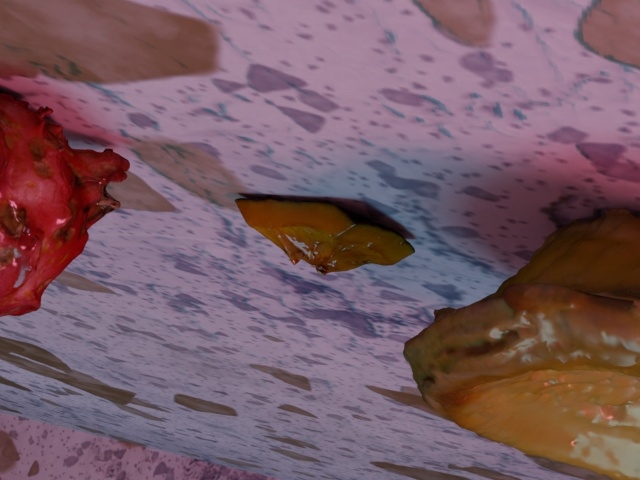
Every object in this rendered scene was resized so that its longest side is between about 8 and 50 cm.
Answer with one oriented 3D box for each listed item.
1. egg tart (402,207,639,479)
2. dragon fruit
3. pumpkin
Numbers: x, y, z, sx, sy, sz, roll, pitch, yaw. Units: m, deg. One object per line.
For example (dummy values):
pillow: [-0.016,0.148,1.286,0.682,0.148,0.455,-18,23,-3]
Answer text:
egg tart: [0.200,0.066,0.686,0.314,0.120,0.315,14,162,5]
dragon fruit: [-0.175,-0.015,0.750,0.110,0.153,0.153,4,171,-31]
pumpkin: [0.000,0.000,0.795,0.101,0.035,0.073,5,159,38]
